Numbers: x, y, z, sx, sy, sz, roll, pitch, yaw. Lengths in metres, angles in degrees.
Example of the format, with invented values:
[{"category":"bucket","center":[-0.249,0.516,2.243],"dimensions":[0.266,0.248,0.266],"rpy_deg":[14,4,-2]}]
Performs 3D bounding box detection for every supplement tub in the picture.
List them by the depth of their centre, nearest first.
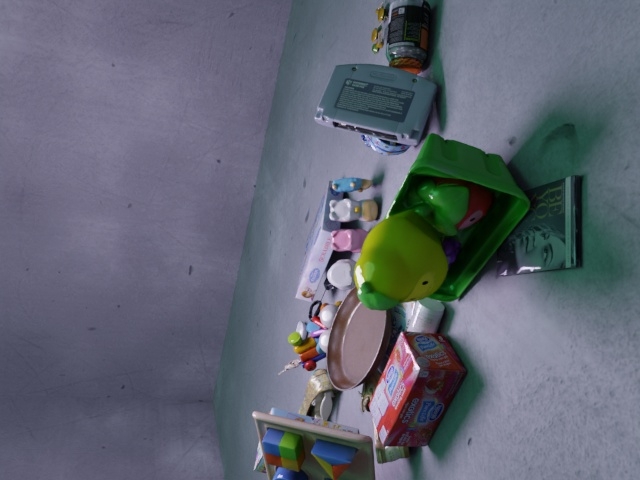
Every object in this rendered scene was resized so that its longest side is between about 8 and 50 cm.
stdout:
[{"category":"supplement tub","center":[0.252,0.199,1.412],"dimensions":[0.071,0.071,0.107],"rpy_deg":[-124,45,-62]},{"category":"supplement tub","center":[0.244,-0.567,1.635],"dimensions":[0.117,0.116,0.191],"rpy_deg":[170,106,-70]}]

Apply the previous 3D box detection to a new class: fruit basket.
[{"category":"fruit basket","center":[0.219,0.010,1.200],"dimensions":[0.392,0.282,0.392],"rpy_deg":[-162,90,-85]}]

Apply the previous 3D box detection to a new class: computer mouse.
[{"category":"computer mouse","center":[0.028,0.178,1.985],"dimensions":[0.071,0.041,0.242],"rpy_deg":[-4,49,52]}]

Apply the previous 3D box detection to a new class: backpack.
[{"category":"backpack","center":[0.194,-0.307,1.649],"dimensions":[0.117,0.158,0.173],"rpy_deg":[109,148,-53]}]

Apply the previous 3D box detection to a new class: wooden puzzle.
[{"category":"wooden puzzle","center":[-0.016,0.605,1.541],"dimensions":[0.080,0.322,0.348],"rpy_deg":[-61,-29,-48]}]

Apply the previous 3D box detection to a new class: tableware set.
[{"category":"tableware set","center":[0.199,-0.713,1.965],"dimensions":[0.104,0.024,0.154],"rpy_deg":[153,121,-71]}]

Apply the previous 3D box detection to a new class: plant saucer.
[{"category":"plant saucer","center":[0.111,0.264,1.615],"dimensions":[0.311,0.050,0.311],"rpy_deg":[-50,28,39]}]

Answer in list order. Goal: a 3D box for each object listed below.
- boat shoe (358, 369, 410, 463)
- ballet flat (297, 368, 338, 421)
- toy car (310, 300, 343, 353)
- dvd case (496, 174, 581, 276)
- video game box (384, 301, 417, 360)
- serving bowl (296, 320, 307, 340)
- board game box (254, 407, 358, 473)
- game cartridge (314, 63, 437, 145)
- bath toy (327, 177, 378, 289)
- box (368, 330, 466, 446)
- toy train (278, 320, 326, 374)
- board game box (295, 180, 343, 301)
[{"category":"boat shoe","center":[0.150,0.448,1.541],"dimensions":[0.285,0.089,0.105],"rpy_deg":[-112,4,-53]},{"category":"ballet flat","center":[-0.018,0.605,2.001],"dimensions":[0.123,0.123,0.349],"rpy_deg":[-121,41,-61]},{"category":"toy car","center":[0.032,0.282,1.842],"dimensions":[0.136,0.159,0.182],"rpy_deg":[-5,76,30]},{"category":"dvd case","center":[0.409,-0.020,1.116],"dimensions":[0.221,0.018,0.165],"rpy_deg":[160,116,-69]},{"category":"video game box","center":[0.209,0.229,1.564],"dimensions":[0.205,0.048,0.187],"rpy_deg":[-154,75,-70]},{"category":"serving bowl","center":[-0.072,0.367,2.353],"dimensions":[0.083,0.027,0.083],"rpy_deg":[-173,90,-70]},{"category":"board game box","center":[-0.041,0.628,1.756],"dimensions":[0.144,0.275,0.142],"rpy_deg":[-82,13,-46]},{"category":"game cartridge","center":[0.153,-0.377,1.579],"dimensions":[0.062,0.297,0.198],"rpy_deg":[64,-133,-63]},{"category":"bath toy","center":[0.103,-0.018,1.843],"dimensions":[0.129,0.151,0.349],"rpy_deg":[5,-91,-71]},{"category":"box","center":[0.220,0.351,1.371],"dimensions":[0.128,0.122,0.257],"rpy_deg":[-112,34,-54]},{"category":"toy train","center":[-0.068,0.368,1.980],"dimensions":[0.143,0.248,0.105],"rpy_deg":[56,-171,-36]},{"category":"board game box","center":[0.000,0.000,2.097],"dimensions":[0.318,0.065,0.319],"rpy_deg":[-81,10,-53]}]
